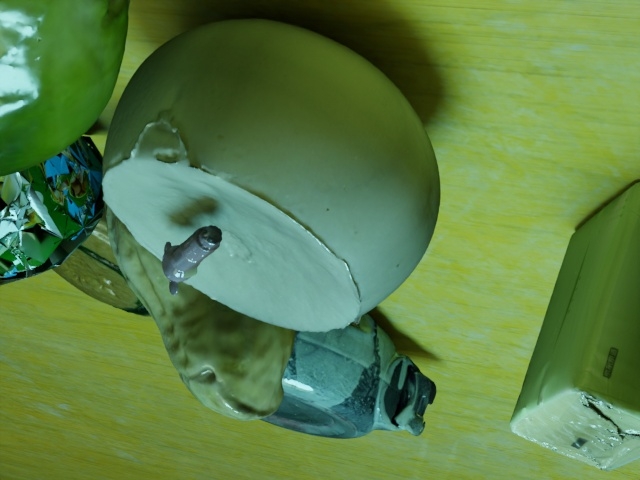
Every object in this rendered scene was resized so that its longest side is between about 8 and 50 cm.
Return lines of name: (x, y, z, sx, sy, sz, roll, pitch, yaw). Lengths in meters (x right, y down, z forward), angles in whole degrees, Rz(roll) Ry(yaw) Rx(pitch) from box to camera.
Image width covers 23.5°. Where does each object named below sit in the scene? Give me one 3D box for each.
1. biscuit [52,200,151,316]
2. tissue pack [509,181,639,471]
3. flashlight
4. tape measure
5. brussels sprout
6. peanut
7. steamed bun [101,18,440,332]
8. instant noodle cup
biscuit: (-0.312, 0.000, 1.925, 0.287, 0.057, 0.344, 31, 162, -1)
tissue pack: (0.286, 0.085, 1.459, 0.125, 0.234, 0.159, 25, 156, -6)
flashlight: (-0.114, 0.012, 1.380, 0.031, 0.052, 0.110, -1, 162, -28)
tape measure: (-0.024, 0.157, 1.977, 0.275, 0.147, 0.256, 33, 156, -34)
brussels sprout: (-0.300, -0.214, 1.281, 0.371, 0.275, 0.315, -14, 126, 42)
peanut: (-0.122, 0.035, 1.629, 0.340, 0.158, 0.174, 60, 167, 12)
steamed bun: (-0.039, -0.070, 1.425, 0.324, 0.206, 0.324, 23, 157, 10)
instant noodle cup: (-0.360, -0.092, 1.648, 0.240, 0.240, 0.178, 10, 142, 24)
